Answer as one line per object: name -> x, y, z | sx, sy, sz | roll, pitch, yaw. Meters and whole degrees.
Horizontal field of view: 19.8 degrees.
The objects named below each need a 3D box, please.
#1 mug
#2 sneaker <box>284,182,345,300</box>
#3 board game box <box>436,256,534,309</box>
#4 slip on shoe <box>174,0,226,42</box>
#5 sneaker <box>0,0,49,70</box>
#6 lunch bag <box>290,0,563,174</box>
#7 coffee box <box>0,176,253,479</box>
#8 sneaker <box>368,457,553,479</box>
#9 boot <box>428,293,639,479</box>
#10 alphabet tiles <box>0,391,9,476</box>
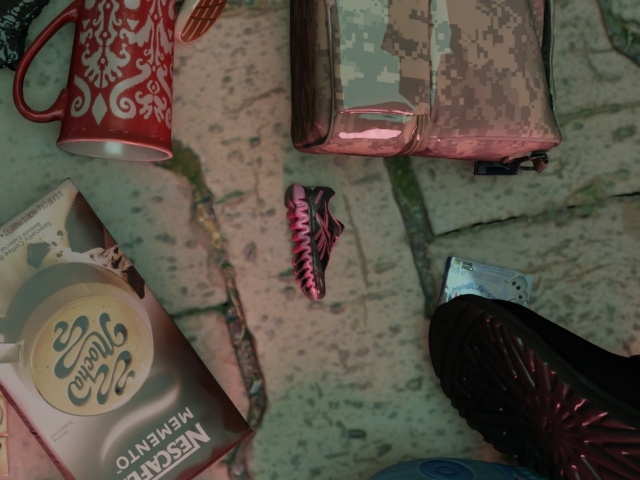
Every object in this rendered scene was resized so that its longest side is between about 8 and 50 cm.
mug -> -0.205, -0.171, 1.754 | 0.150, 0.113, 0.169 | 10, 82, -37
sneaker -> 0.000, 0.000, 1.826 | 0.057, 0.047, 0.119 | -7, 90, -21
board game box -> 0.164, 0.069, 1.861 | 0.090, 0.020, 0.090 | 13, 86, -9
slip on shoe -> -0.114, -0.260, 1.814 | 0.041, 0.051, 0.135 | 28, 89, 25
sneaker -> -0.302, -0.203, 1.776 | 0.170, 0.051, 0.089 | -23, 92, -5
lunch bag -> 0.107, -0.218, 1.764 | 0.256, 0.212, 0.305 | 0, 89, -9
coffee box -> -0.222, 0.112, 1.739 | 0.168, 0.119, 0.297 | -37, 95, -13
sneaker -> 0.171, 0.325, 1.763 | 0.319, 0.127, 0.208 | 7, 107, -23
boot -> 0.301, 0.144, 1.806 | 0.348, 0.131, 0.260 | 37, 38, 26
alphabet tiles -> -0.421, 0.174, 1.761 | 0.237, 0.009, 0.198 | -2, 88, -10
